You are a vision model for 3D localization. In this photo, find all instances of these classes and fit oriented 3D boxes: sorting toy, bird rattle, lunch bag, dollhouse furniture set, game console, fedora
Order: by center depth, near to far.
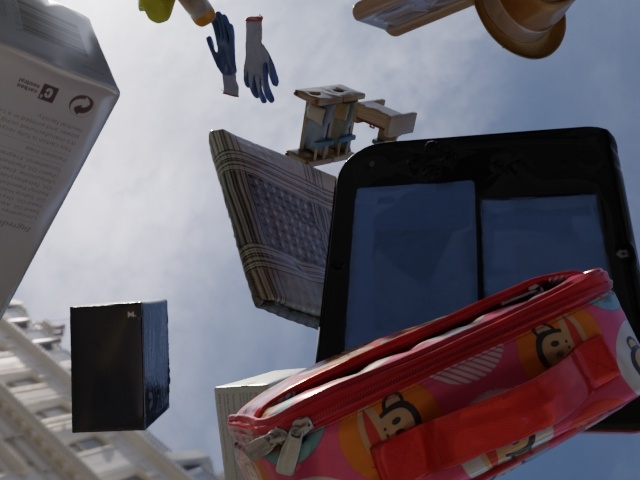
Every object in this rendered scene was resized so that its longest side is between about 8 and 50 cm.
[{"bbox_3d":[0.085,0.122,0.529,0.120,0.293,0.258,67,-17,7],"label":"lunch bag"},{"bbox_3d":[0.174,0.029,0.803,0.342,0.060,0.386,-5,-126,17],"label":"game console"},{"bbox_3d":[-0.218,-0.414,1.003,0.143,0.253,0.206,-31,-115,-6],"label":"bird rattle"},{"bbox_3d":[0.310,-0.361,1.047,0.079,0.195,0.194,-21,-104,58],"label":"fedora"},{"bbox_3d":[0.167,-0.398,1.170,0.193,0.208,0.038,-17,-91,23],"label":"sorting toy"},{"bbox_3d":[0.050,-0.188,1.275,0.184,0.129,0.129,30,-57,35],"label":"dollhouse furniture set"}]

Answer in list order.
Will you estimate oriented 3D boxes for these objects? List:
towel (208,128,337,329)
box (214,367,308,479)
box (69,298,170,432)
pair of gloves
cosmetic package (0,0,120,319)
[{"bbox_3d":[0.000,0.000,1.023,0.056,0.324,0.312,-42,-132,25],"label":"towel"},{"bbox_3d":[-0.074,0.323,1.237,0.119,0.181,0.181,-10,-95,31],"label":"box"},{"bbox_3d":[-0.257,0.157,0.933,0.093,0.158,0.155,-2,-94,-2],"label":"box"},{"bbox_3d":[-0.143,-0.332,1.297,0.198,0.023,0.159,22,-54,45],"label":"pair of gloves"},{"bbox_3d":[-0.437,-0.074,0.888,0.453,0.162,0.230,-55,-139,20],"label":"cosmetic package"}]
